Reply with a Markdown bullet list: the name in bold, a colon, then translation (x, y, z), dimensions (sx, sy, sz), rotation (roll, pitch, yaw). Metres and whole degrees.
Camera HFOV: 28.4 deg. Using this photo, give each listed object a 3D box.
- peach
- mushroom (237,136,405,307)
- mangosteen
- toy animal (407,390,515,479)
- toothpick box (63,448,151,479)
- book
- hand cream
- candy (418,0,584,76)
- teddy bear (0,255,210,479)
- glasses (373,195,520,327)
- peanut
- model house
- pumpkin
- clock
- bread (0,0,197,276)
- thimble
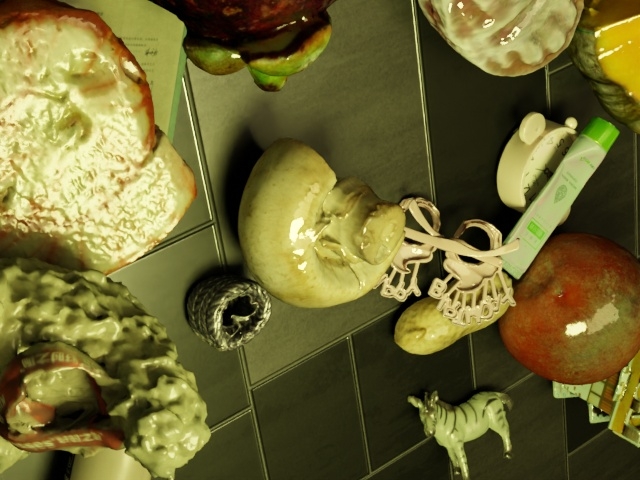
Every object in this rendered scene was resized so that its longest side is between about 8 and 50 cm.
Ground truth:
- **peach**: translation (0.409, 0.108, 2.022), dimensions (0.252, 0.252, 0.252), rotation (-17, 119, -33)
- **mushroom**: translation (0.000, 0.000, 1.658), dimensions (0.253, 0.195, 0.189), rotation (32, 86, -47)
- **mangosteen**: translation (-0.086, -0.336, 1.385), dimensions (0.311, 0.311, 0.311), rotation (-17, 119, -33)
- **toy animal**: translation (0.239, 0.297, 2.079), dimensions (0.217, 0.073, 0.176), rotation (-25, 109, -34)
- **toothpick box**: translation (-0.272, 0.300, 1.631), dimensions (0.111, 0.111, 0.181), rotation (6, 104, -41)
- **book**: translation (-0.257, -0.168, 1.493), dimensions (0.215, 0.025, 0.283), rotation (-1, 110, -39)
- **hand cream**: translation (0.364, -0.068, 1.960), dimensions (0.079, 0.050, 0.275), rotation (35, 90, -19)
- **candy**: translation (0.245, -0.353, 1.736), dimensions (0.214, 0.157, 0.289), rotation (-47, 140, 5)
- **teddy bear**: translation (-0.332, 0.173, 1.384), dimensions (0.357, 0.224, 0.367), rotation (21, 136, -20)
- **glasses**: translation (0.190, 0.039, 1.866), dimensions (0.255, 0.095, 0.162), rotation (19, 94, -15)
- **peanut**: translation (0.206, 0.112, 1.950), dimensions (0.214, 0.099, 0.099), rotation (-30, 126, -26)
- **model house**: translation (0.550, 0.224, 2.199), dimensions (0.224, 0.215, 0.198), rotation (1, 112, -40)
- **pumpkin**: translation (0.508, -0.326, 1.899), dimensions (0.225, 0.256, 0.303), rotation (59, 44, -34)
- **clock**: translation (0.346, -0.115, 1.989), dimensions (0.155, 0.063, 0.229), rotation (-45, 135, -18)
- **bread**: translation (-0.315, -0.099, 1.391), dimensions (0.295, 0.114, 0.328), rotation (-31, 123, -12)
- **thimble**: translation (-0.122, 0.090, 1.693), dimensions (0.104, 0.066, 0.095), rotation (-40, 131, -22)
